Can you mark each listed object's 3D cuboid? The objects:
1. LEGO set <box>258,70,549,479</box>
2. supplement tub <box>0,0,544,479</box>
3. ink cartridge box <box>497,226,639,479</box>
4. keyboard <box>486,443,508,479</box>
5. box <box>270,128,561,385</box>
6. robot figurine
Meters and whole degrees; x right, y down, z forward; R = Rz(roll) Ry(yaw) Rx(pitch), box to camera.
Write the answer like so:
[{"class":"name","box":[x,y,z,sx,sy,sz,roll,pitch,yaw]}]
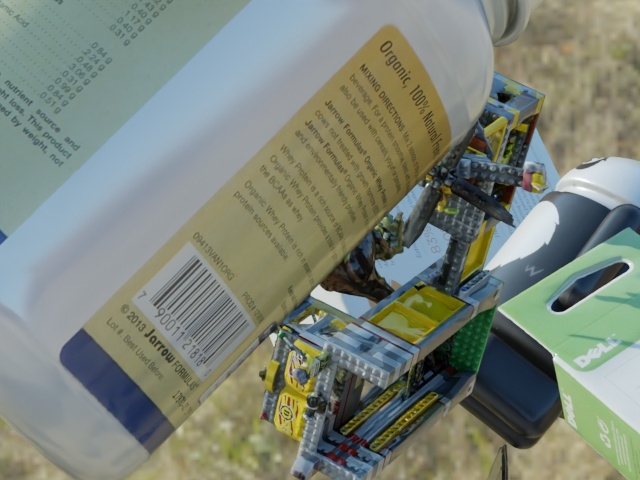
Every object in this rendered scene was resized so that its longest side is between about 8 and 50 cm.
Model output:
[{"class":"LEGO set","box":[0.000,0.000,1.130,0.255,0.331,0.192,34,35,18]},{"class":"supplement tub","box":[-0.067,-0.073,0.775,0.316,0.228,0.228,-45,33,-10]},{"class":"ink cartridge box","box":[0.210,0.087,1.009,0.109,0.062,0.209,-31,43,-16]},{"class":"keyboard","box":[0.163,0.252,1.570,0.038,0.100,0.192,23,8,4]},{"class":"box","box":[0.109,0.020,1.923,0.345,0.215,0.168,-13,-19,-32]},{"class":"robot figurine","box":[0.232,0.051,1.561,0.278,0.173,0.209,-50,29,-13]}]
